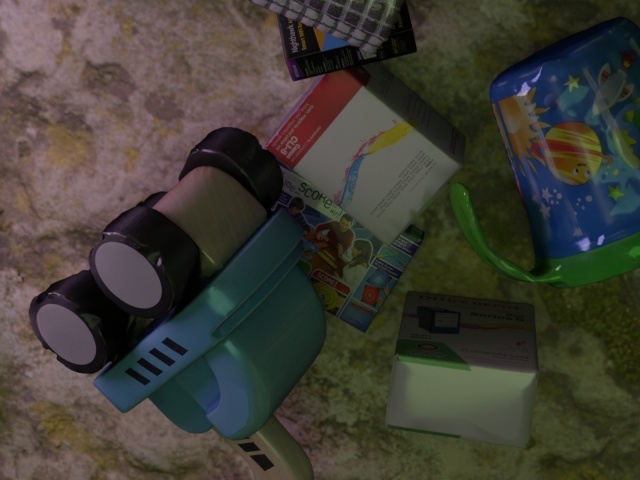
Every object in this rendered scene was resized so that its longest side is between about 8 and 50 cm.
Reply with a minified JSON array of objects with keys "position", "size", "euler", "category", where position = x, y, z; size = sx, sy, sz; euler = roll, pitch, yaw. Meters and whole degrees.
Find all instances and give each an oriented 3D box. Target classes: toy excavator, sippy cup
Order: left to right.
[{"position":[-0.103,0.167,1.581],"size":[0.445,0.222,0.433],"euler":[47,135,-4],"category":"toy excavator"},{"position":[0.291,-0.100,1.461],"size":[0.240,0.305,0.224],"euler":[-21,100,44],"category":"sippy cup"}]

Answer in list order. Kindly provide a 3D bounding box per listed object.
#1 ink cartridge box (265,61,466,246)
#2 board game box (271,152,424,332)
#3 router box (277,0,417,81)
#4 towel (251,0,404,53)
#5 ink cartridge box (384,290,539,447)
[{"position":[0.054,-0.107,1.537],"size":[0.176,0.128,0.127],"euler":[39,109,-6],"category":"ink cartridge box"},{"position":[0.000,0.000,1.631],"size":[0.201,0.035,0.136],"euler":[30,110,-3],"category":"board game box"},{"position":[0.018,-0.260,1.467],"size":[0.133,0.179,0.046],"euler":[-13,149,4],"category":"router box"},{"position":[0.009,-0.354,1.360],"size":[0.235,0.121,0.284],"euler":[22,80,-4],"category":"towel"},{"position":[0.159,0.137,1.564],"size":[0.154,0.212,0.093],"euler":[7,106,6],"category":"ink cartridge box"}]
